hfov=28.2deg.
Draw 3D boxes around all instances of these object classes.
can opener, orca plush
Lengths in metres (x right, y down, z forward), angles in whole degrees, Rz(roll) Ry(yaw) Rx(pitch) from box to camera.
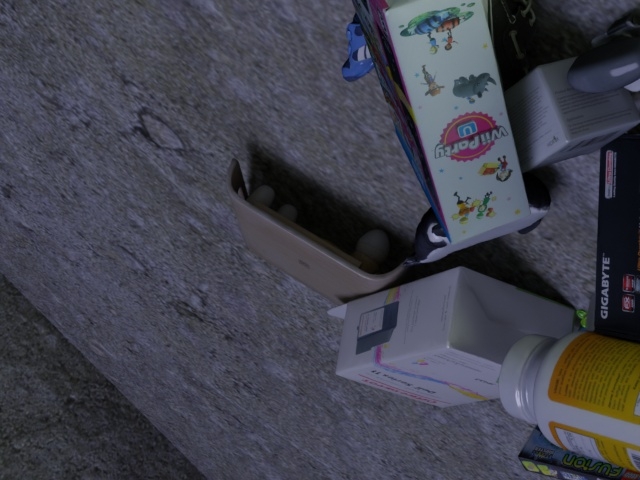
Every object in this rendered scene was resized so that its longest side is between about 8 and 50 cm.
[{"bbox_3d":[0.351,-0.193,1.179,0.074,0.093,0.280,45,147,-14],"label":"can opener"},{"bbox_3d":[0.193,-0.049,1.629,0.151,0.102,0.287,-7,168,-13],"label":"orca plush"}]

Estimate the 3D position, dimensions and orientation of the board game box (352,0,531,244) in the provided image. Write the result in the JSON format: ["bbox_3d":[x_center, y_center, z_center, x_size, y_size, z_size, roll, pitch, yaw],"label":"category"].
[{"bbox_3d":[0.113,-0.181,1.325,0.224,0.097,0.303,-111,-2,-49],"label":"board game box"}]

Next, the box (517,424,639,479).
[{"bbox_3d":[0.404,0.306,1.870,0.207,0.114,0.036,7,141,44],"label":"box"}]

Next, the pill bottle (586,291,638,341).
[{"bbox_3d":[0.443,0.090,1.431,0.162,0.162,0.278,46,152,-18],"label":"pill bottle"}]

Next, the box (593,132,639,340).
[{"bbox_3d":[0.371,-0.002,1.333,0.175,0.051,0.220,9,99,52],"label":"box"}]

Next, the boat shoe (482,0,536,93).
[{"bbox_3d":[0.187,-0.230,1.332,0.070,0.078,0.219,-14,143,6],"label":"boat shoe"}]

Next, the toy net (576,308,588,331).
[{"bbox_3d":[0.444,0.156,1.673,0.232,0.045,0.122,22,137,20],"label":"toy net"}]

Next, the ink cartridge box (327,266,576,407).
[{"bbox_3d":[0.165,0.151,1.812,0.207,0.119,0.353,20,159,-25],"label":"ink cartridge box"}]

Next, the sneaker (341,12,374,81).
[{"bbox_3d":[0.057,-0.238,1.488,0.059,0.053,0.144,39,145,-5],"label":"sneaker"}]

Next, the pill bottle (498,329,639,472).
[{"bbox_3d":[0.320,0.173,1.388,0.245,0.136,0.136,11,144,48],"label":"pill bottle"}]

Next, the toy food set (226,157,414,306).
[{"bbox_3d":[0.000,0.000,1.913,0.306,0.092,0.220,31,164,13],"label":"toy food set"}]

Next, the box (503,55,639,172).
[{"bbox_3d":[0.256,-0.135,1.332,0.102,0.101,0.087,-37,72,63],"label":"box"}]
